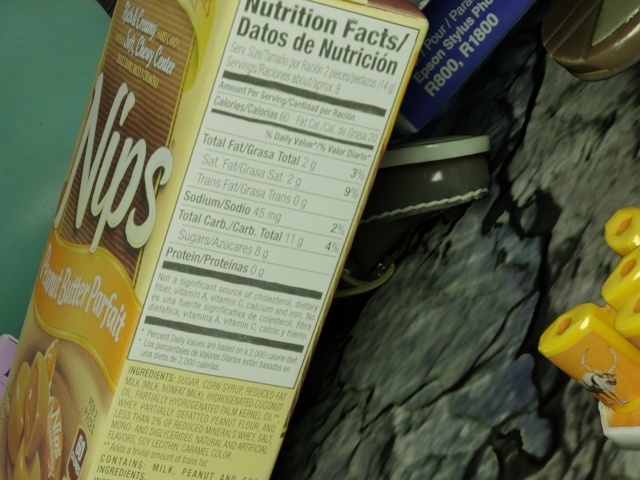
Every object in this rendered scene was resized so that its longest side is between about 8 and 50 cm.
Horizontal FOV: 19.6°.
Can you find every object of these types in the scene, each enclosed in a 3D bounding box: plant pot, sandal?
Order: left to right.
[{"bbox_3d":[-0.210,-0.048,1.209,0.235,0.293,0.293,-38,18,-4],"label":"plant pot"},{"bbox_3d":[0.144,-0.106,0.794,0.090,0.060,0.219,-44,6,14],"label":"sandal"}]

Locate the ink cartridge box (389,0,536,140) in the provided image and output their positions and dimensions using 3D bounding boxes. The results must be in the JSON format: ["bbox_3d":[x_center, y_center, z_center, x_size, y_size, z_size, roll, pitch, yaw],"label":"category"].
[{"bbox_3d":[0.095,-0.141,0.886,0.223,0.045,0.224,-49,5,-4],"label":"ink cartridge box"}]

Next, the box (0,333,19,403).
[{"bbox_3d":[-0.221,0.206,1.013,0.213,0.117,0.243,-32,29,49],"label":"box"}]

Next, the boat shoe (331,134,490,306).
[{"bbox_3d":[0.000,0.000,0.927,0.228,0.081,0.069,-17,83,44],"label":"boat shoe"}]

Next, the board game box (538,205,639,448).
[{"bbox_3d":[0.259,-0.120,0.540,0.390,0.050,0.390,-61,19,-20],"label":"board game box"}]

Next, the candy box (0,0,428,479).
[{"bbox_3d":[-0.064,0.012,0.826,0.183,0.087,0.316,-124,48,-62],"label":"candy box"}]
